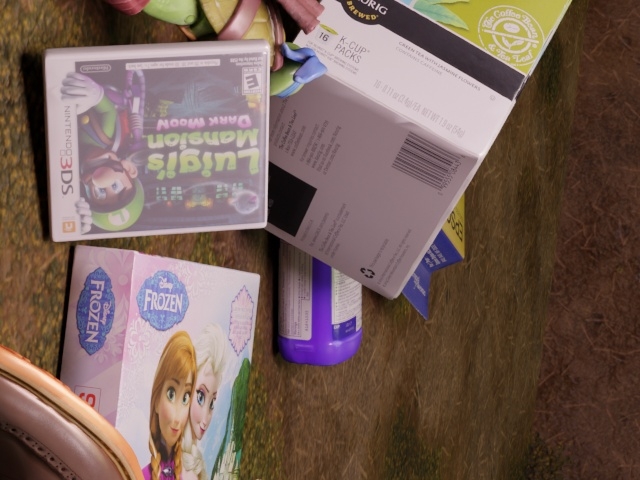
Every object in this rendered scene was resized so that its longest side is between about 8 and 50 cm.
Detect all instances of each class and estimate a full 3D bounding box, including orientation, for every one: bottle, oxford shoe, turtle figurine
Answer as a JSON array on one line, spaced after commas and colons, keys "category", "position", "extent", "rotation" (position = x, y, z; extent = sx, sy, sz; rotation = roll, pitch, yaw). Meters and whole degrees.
[{"category": "bottle", "position": [0.000, 0.000, 2.083], "extent": [0.118, 0.092, 0.282], "rotation": [-32, 124, -67]}, {"category": "oxford shoe", "position": [-0.215, 0.214, 1.431], "extent": [0.132, 0.130, 0.363], "rotation": [-49, 126, -23]}, {"category": "turtle figurine", "position": [-0.154, -0.201, 1.584], "extent": [0.197, 0.275, 0.266], "rotation": [-55, 130, -12]}]

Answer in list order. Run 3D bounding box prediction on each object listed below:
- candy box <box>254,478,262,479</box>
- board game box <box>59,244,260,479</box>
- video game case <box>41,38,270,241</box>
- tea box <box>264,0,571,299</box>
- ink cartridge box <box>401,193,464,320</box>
[{"category": "candy box", "position": [-0.049, 0.431, 1.880], "extent": [0.183, 0.088, 0.316], "rotation": [-62, 154, -50]}, {"category": "board game box", "position": [-0.157, 0.175, 1.711], "extent": [0.319, 0.066, 0.318], "rotation": [13, 83, -71]}, {"category": "video game case", "position": [-0.138, -0.084, 1.520], "extent": [0.022, 0.190, 0.173], "rotation": [-116, -156, -60]}, {"category": "tea box", "position": [0.093, -0.173, 1.863], "extent": [0.323, 0.220, 0.329], "rotation": [-60, 179, -29]}, {"category": "ink cartridge box", "position": [0.128, -0.087, 2.380], "extent": [0.303, 0.072, 0.307], "rotation": [48, 37, -62]}]
